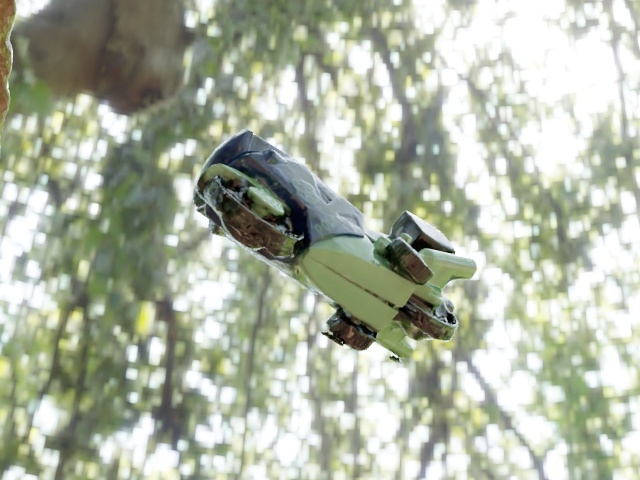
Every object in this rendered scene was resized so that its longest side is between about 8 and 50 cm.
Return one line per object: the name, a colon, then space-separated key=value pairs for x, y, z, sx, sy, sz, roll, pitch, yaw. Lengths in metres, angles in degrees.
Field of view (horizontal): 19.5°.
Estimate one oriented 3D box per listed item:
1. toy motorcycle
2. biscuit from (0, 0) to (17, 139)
toy motorcycle: x=0.000 y=0.000 z=1.745 sx=0.331 sy=0.196 sz=0.125 roll=29 pitch=-75 yaw=-40
biscuit: x=-0.258 y=-0.087 z=0.550 sx=0.379 sy=0.054 sz=0.094 roll=15 pitch=-72 yaw=24
